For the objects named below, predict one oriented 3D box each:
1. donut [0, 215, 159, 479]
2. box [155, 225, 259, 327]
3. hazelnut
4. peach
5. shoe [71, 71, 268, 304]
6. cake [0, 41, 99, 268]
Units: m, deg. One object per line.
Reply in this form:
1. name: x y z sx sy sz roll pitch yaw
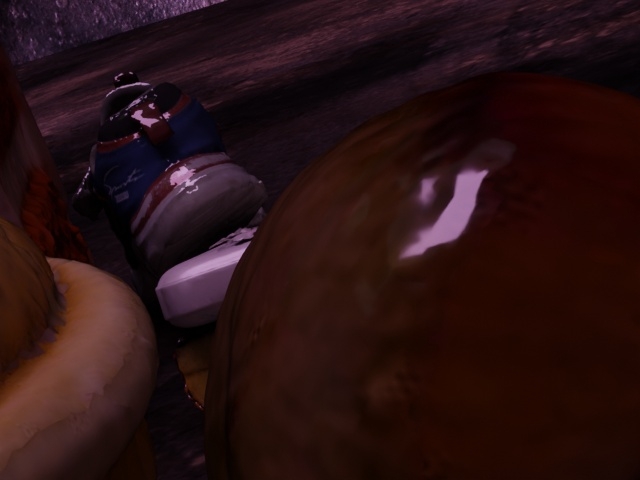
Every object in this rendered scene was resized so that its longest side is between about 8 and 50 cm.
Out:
1. donut: -0.261 0.110 0.701 0.449 0.198 0.449 -19 14 5
2. box: 0.000 0.000 1.004 0.142 0.044 0.285 -20 1 7
3. hazelnut: 0.073 0.055 0.492 0.208 0.208 0.208 -19 13 5
4. peach: -0.028 0.057 0.889 0.083 0.050 0.077 -15 -3 -3
5. shoe: -0.104 -0.037 1.146 0.099 0.125 0.227 -40 -1 -10
6. cake: -0.265 -0.004 1.090 0.230 0.237 0.309 -20 12 1
